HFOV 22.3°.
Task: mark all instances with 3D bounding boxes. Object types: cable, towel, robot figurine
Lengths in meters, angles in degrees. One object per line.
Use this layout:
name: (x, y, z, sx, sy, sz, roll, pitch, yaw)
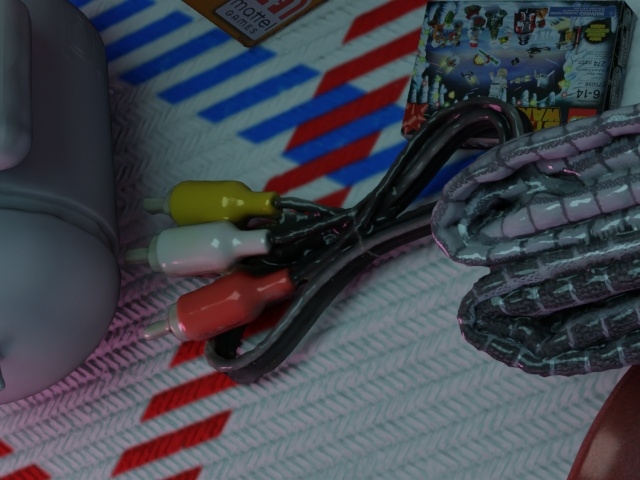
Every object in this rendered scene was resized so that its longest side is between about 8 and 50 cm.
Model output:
cable: (0.000, 0.000, 1.016, 0.287, 0.072, 0.139, -20, 64, 33)
towel: (0.221, -0.023, 0.806, 0.283, 0.235, 0.121, -15, 92, 24)
robot figurine: (-0.238, -0.039, 1.098, 0.199, 0.300, 0.353, 1, 62, -16)

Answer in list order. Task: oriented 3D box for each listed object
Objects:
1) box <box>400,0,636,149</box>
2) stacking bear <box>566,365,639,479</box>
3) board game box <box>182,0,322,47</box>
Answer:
box: (0.123, -0.103, 1.019, 0.137, 0.027, 0.094, 4, 77, 31)
stacking bear: (0.269, 0.169, 0.768, 0.289, 0.164, 0.175, 25, 87, 30)
board game box: (-0.047, -0.412, 1.027, 0.356, 0.356, 0.356, -30, 61, 19)
